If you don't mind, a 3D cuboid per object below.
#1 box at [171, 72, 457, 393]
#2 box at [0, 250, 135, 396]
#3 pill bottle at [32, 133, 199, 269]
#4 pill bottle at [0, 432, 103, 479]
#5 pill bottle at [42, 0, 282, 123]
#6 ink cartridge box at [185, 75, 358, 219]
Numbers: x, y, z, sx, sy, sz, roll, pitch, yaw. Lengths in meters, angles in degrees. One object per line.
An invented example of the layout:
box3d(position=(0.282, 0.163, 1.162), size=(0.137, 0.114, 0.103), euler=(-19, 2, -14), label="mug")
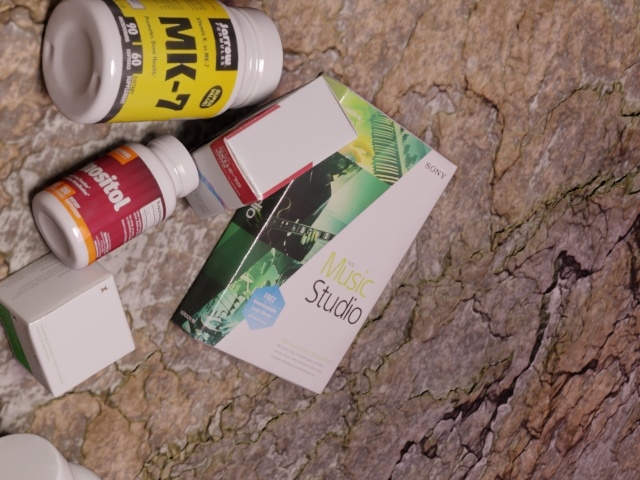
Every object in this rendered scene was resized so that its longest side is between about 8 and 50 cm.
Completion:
box3d(position=(0.000, 0.000, 1.712), size=(0.232, 0.058, 0.322), euler=(29, 91, -48), label="box")
box3d(position=(-0.255, 0.078, 1.497), size=(0.102, 0.087, 0.101), euler=(-32, 132, -26), label="box")
box3d(position=(-0.199, -0.043, 1.482), size=(0.152, 0.086, 0.086), euler=(-33, 132, -26), label="pill bottle")
box3d(position=(-0.268, 0.332, 1.581), size=(0.162, 0.162, 0.278), euler=(-43, 136, -16), label="pill bottle")
box3d(position=(-0.146, -0.173, 1.431), size=(0.208, 0.119, 0.119), euler=(-7, 118, -41), label="pill bottle")
box3d(position=(-0.062, -0.089, 1.513), size=(0.127, 0.175, 0.072), euler=(-35, 99, -23), label="ink cartridge box")
